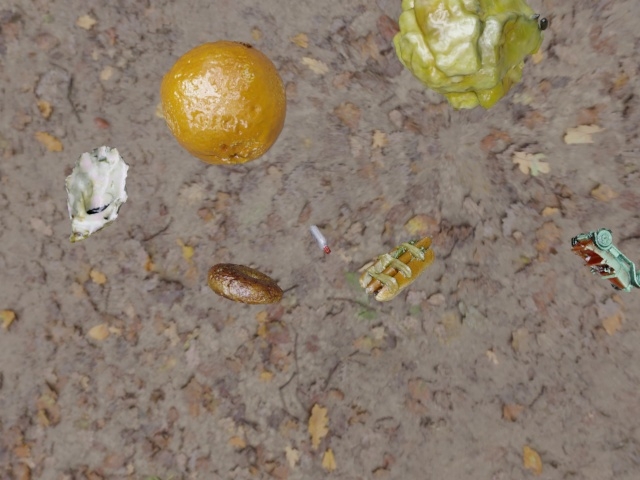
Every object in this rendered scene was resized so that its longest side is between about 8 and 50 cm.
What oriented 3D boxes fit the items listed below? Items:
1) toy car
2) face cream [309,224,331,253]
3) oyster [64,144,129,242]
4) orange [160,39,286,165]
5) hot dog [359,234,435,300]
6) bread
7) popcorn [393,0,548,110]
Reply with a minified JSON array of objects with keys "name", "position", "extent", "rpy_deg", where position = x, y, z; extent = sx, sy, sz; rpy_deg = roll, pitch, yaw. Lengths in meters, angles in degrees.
[{"name":"toy car","position":[0.507,0.039,1.046],"extent":[0.143,0.073,0.054],"rpy_deg":[42,72,-8]},{"name":"face cream","position":[0.000,0.000,1.446],"extent":[0.021,0.040,0.083],"rpy_deg":[-24,55,-15]},{"name":"oyster","position":[-0.482,-0.101,1.300],"extent":[0.132,0.072,0.209],"rpy_deg":[-2,93,-14]},{"name":"orange","position":[-0.252,-0.354,1.597],"extent":[0.340,0.340,0.294],"rpy_deg":[-17,74,15]},{"name":"hot dog","position":[0.206,0.067,1.548],"extent":[0.109,0.269,0.072],"rpy_deg":[35,144,29]},{"name":"bread","position":[-0.177,0.098,1.396],"extent":[0.193,0.193,0.064],"rpy_deg":[16,98,10]},{"name":"popcorn","position":[0.264,-0.357,1.055],"extent":[0.215,0.286,0.252],"rpy_deg":[-6,106,56]}]
